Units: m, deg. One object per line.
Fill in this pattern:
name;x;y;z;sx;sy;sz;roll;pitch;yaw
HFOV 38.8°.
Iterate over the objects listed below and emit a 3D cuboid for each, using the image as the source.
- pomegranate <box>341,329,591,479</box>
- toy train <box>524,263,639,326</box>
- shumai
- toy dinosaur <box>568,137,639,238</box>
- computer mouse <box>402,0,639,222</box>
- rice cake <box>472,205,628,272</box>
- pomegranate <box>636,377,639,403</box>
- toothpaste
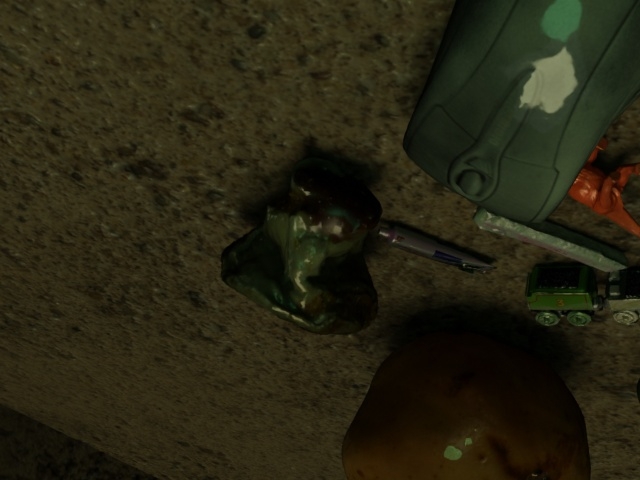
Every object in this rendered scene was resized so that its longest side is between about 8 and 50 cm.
pomegranate;0.213;0.331;1.413;0.410;0.410;0.410;11;150;7
toy train;0.369;0.071;1.191;0.202;0.060;0.081;-3;140;25
shumai;0.000;0.000;1.198;0.222;0.204;0.272;23;-176;-9
toy dinosaur;0.314;-0.057;0.992;0.279;0.055;0.101;31;157;3
computer mouse;0.181;-0.123;0.862;0.188;0.122;0.371;31;150;8
rice cake;0.287;-0.003;1.131;0.207;0.033;0.033;20;140;-10
pomegranate;0.527;0.221;1.340;0.122;0.122;0.161;10;-173;9
toothpaste;0.155;0.014;1.225;0.169;0.028;0.045;19;161;-14
